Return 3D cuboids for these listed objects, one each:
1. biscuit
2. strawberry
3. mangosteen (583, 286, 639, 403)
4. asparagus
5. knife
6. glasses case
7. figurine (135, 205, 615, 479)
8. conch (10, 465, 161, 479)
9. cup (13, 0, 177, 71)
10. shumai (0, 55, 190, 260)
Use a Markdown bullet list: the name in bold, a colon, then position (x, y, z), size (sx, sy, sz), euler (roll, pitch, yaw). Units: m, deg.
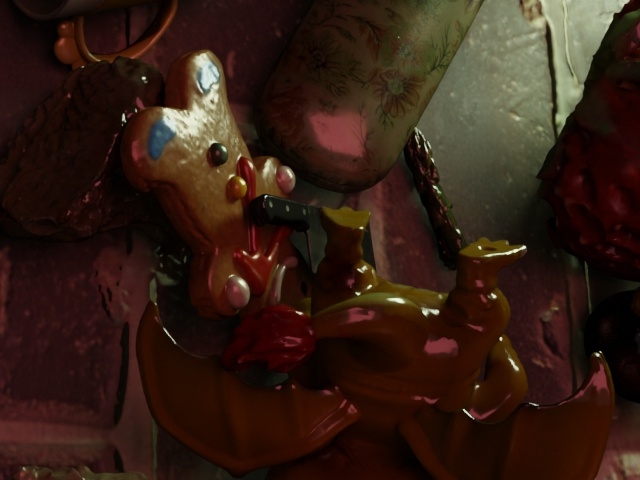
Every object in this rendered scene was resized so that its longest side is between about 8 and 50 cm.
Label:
- **biscuit**: position (-0.074, -0.020, 1.807), size (0.324, 0.049, 0.205), euler (67, 32, -31)
- **strawberry**: position (0.417, -0.075, 2.005), size (0.345, 0.295, 0.317), euler (27, 48, 3)
- **mangosteen**: position (0.347, 0.104, 2.021), size (0.140, 0.140, 0.140), euler (8, 71, -25)
- **asparagus**: position (0.117, -0.049, 2.006), size (0.030, 0.036, 0.165), euler (-18, 85, -15)
- **knife**: position (0.000, 0.000, 1.865), size (0.245, 0.019, 0.072), euler (13, 65, -62)
- **glasses case**: position (0.074, -0.234, 2.002), size (0.156, 0.098, 0.425), euler (31, 63, -4)
- **figurine**: position (0.033, 0.178, 1.732), size (0.401, 0.268, 0.387), euler (5, 111, -2)
- **conch**: position (-0.207, 0.361, 1.617), size (0.297, 0.210, 0.352), euler (-25, 89, -14)
- **cup**: position (-0.189, -0.282, 1.858), size (0.226, 0.185, 0.241), euler (-11, 114, -35)
- **shumai**: position (-0.192, -0.054, 1.799), size (0.175, 0.166, 0.206), euler (51, 62, -34)
